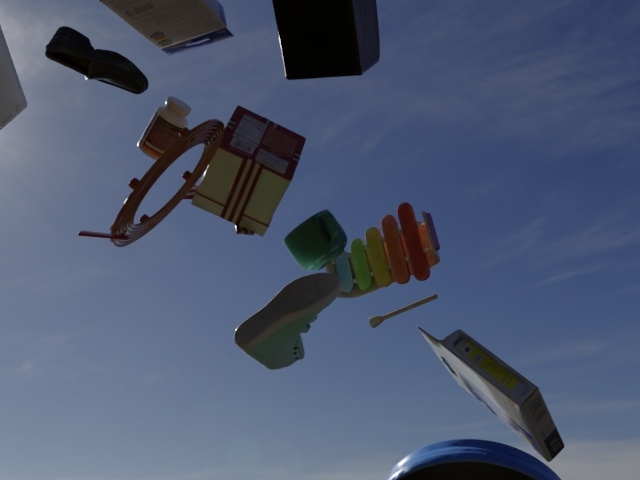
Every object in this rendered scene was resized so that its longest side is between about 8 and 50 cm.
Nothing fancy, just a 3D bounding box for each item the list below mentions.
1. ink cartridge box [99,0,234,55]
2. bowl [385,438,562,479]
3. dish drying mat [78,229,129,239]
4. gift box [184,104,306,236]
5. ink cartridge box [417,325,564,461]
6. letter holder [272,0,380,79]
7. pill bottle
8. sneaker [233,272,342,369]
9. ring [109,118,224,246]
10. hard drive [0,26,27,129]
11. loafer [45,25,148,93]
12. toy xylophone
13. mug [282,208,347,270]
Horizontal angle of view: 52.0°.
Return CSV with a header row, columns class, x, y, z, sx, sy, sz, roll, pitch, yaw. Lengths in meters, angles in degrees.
class,x,y,z,sx,sy,sz,roll,pitch,yaw
ink cartridge box,-0.337,-0.521,1.477,0.185,0.065,0.311,-14,-12,13
bowl,0.290,0.534,1.224,0.391,0.077,0.391,5,-64,11
dish drying mat,-0.386,-0.008,1.170,0.083,0.008,0.032,7,6,-11
gift box,-0.216,-0.176,1.824,0.255,0.276,0.258,28,-48,-5
ink cartridge box,0.386,0.326,1.477,0.072,0.307,0.303,-43,-46,-5
letter holder,0.022,-0.471,1.195,0.152,0.214,0.302,3,-62,26
pill bottle,-0.389,-0.281,1.651,0.086,0.086,0.152,21,-69,-38
sneaker,-0.046,0.178,1.417,0.256,0.094,0.151,-34,-47,2
ring,-0.317,-0.122,1.349,0.032,0.336,0.336,40,-34,0
hard drive,-0.795,-0.362,1.517,0.040,0.203,0.307,30,-30,8
loafer,-0.372,-0.285,1.090,0.170,0.061,0.062,26,-37,-8
toy xylophone,0.165,0.067,1.606,0.322,0.236,0.081,-33,-32,25
mug,-0.007,0.006,1.450,0.129,0.097,0.158,-36,-8,3
